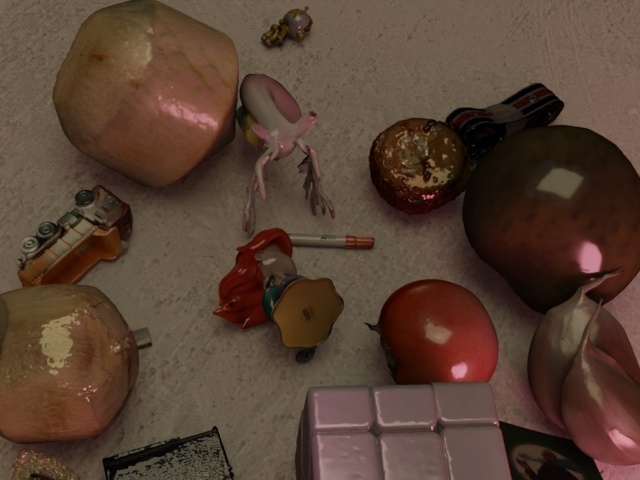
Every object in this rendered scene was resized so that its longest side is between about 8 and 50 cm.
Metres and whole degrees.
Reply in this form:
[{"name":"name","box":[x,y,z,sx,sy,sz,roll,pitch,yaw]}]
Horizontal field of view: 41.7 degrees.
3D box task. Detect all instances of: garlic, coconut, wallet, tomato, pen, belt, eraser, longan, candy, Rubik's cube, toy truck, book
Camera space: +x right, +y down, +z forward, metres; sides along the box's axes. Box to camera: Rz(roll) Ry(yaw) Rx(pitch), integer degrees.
[{"name":"garlic","box":[0.525,0.259,1.577,0.246,0.231,0.339,-16,98,3]},{"name":"coconut","box":[-0.458,0.218,1.504,0.255,0.297,0.297,-8,57,-10]},{"name":"wallet","box":[-0.253,0.481,1.488,0.221,0.071,0.262,-11,61,-20]},{"name":"tomato","box":[0.221,0.197,1.620,0.225,0.255,0.255,-22,60,-2]},{"name":"coconut","box":[-0.357,-0.313,1.843,0.416,0.415,0.344,-13,41,-15]},{"name":"pen","box":[0.000,0.000,1.857,0.239,0.028,0.028,2,56,-4]},{"name":"belt","box":[0.448,-0.294,2.050,0.360,0.126,0.094,-26,51,-27]},{"name":"eraser","box":[-0.383,0.202,1.680,0.083,0.019,0.038,-15,60,-16]},{"name":"longan","box":[0.493,-0.048,1.759,0.405,0.336,0.404,1,86,-12]},{"name":"candy","box":[-0.027,0.168,1.731,0.045,0.043,0.175,-16,50,26]},{"name":"Rubik's cube","box":[0.127,0.442,1.399,0.316,0.321,0.318,-1,55,-6]},{"name":"toy truck","box":[-0.509,0.010,1.740,0.135,0.114,0.270,31,59,18]},{"name":"book","box":[0.409,0.467,1.455,0.261,0.043,0.371,18,28,-14]}]

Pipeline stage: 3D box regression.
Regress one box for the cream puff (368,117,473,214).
[{"name":"cream puff","box":[0.227,-0.165,1.917,0.240,0.164,0.240,-4,57,7]}]

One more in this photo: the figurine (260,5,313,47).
[{"name":"figurine","box":[-0.090,-0.559,2.205,0.143,0.068,0.101,-16,51,3]}]

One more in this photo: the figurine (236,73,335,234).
[{"name":"figurine","box":[-0.086,-0.196,1.874,0.207,0.284,0.315,-5,30,-5]}]

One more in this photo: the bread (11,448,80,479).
[{"name":"bread","box":[-0.481,0.429,1.466,0.125,0.106,0.082,23,50,5]}]

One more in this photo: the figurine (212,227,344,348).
[{"name":"figurine","box":[-0.101,0.095,1.688,0.181,0.208,0.257,17,12,-39]}]
